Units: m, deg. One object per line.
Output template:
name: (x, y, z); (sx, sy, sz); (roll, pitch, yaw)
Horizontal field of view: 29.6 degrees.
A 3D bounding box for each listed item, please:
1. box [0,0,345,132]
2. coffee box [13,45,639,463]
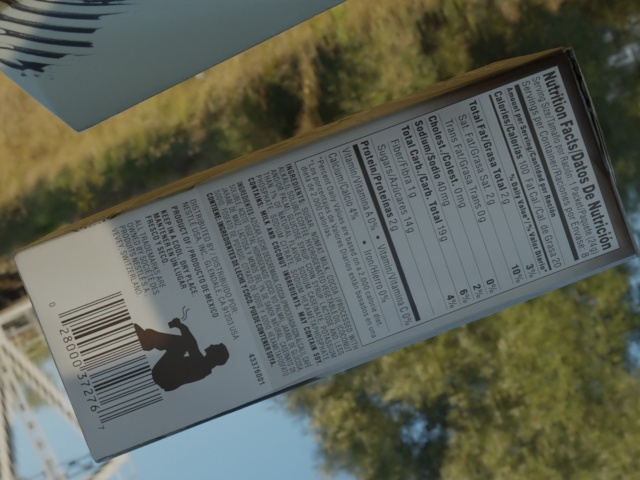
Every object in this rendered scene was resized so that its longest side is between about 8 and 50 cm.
box: (-0.037, -0.165, 0.583); (0.275, 0.113, 0.094); (-24, 141, 21)
coffee box: (0.000, 0.000, 0.677); (0.297, 0.118, 0.168); (-21, -174, -4)
